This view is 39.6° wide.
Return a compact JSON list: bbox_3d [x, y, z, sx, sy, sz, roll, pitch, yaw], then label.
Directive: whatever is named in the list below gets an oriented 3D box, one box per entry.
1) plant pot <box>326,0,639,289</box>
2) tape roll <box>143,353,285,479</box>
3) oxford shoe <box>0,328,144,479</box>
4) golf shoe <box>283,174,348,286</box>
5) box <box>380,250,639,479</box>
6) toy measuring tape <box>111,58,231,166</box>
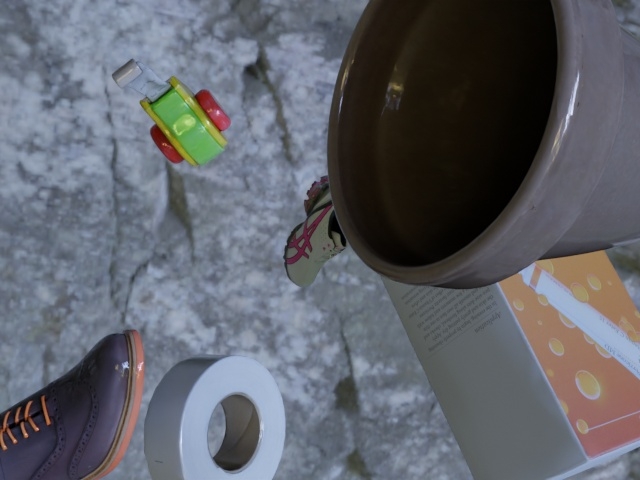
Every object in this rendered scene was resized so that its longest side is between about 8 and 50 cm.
[{"bbox_3d":[0.168,-0.086,0.686,0.229,0.263,0.263,7,29,-32],"label":"plant pot"},{"bbox_3d":[-0.193,0.355,1.660,0.100,0.286,0.286,-3,15,38],"label":"tape roll"},{"bbox_3d":[-0.249,0.180,0.821,0.098,0.271,0.097,17,31,-36],"label":"oxford shoe"},{"bbox_3d":[0.000,0.000,1.323,0.067,0.186,0.086,-4,36,-37],"label":"golf shoe"},{"bbox_3d":[0.243,0.105,1.059,0.215,0.168,0.345,-7,64,-38],"label":"box"},{"bbox_3d":[-0.198,-0.169,1.258,0.121,0.121,0.330,19,0,6],"label":"toy measuring tape"}]
